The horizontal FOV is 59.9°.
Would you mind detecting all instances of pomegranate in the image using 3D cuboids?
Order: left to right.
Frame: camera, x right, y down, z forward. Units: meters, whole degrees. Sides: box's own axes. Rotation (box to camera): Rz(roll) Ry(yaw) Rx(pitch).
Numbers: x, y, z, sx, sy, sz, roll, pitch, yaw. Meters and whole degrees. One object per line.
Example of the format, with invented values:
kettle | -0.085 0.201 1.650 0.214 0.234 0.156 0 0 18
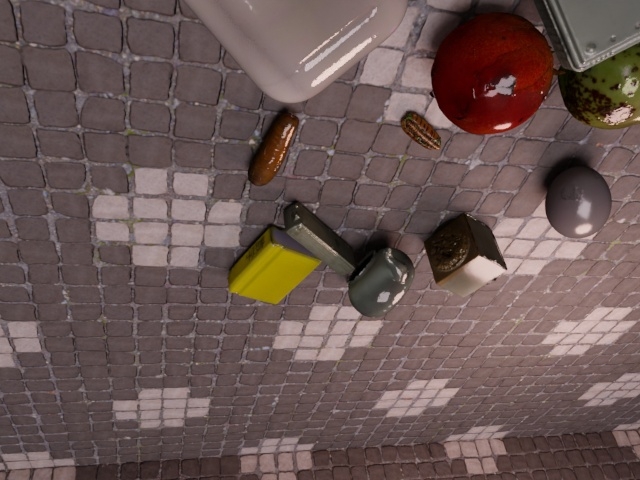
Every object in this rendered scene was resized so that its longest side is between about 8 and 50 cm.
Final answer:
pomegranate | 0.309 -0.293 0.980 0.235 0.210 0.210 -16 144 -25
pomegranate | 0.567 -0.273 1.016 0.222 0.277 0.204 -28 178 -38

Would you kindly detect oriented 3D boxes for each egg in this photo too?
egg | 0.616 -0.091 1.329 0.146 0.146 0.199 -13 134 3

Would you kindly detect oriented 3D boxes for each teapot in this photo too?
teapot | 0.149 0.102 1.431 0.129 0.193 0.294 40 153 -6

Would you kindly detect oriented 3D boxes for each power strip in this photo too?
power strip | 0.000 0.000 1.350 0.052 0.078 0.272 -29 137 22

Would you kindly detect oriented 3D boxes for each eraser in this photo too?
eraser | -0.119 0.066 1.408 0.158 0.069 0.226 22 130 -32

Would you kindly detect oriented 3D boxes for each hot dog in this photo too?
hot dog | 0.214 -0.224 1.165 0.122 0.037 0.049 28 130 -35

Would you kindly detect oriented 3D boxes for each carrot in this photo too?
carrot | -0.094 -0.183 1.126 0.060 0.060 0.186 14 134 -27

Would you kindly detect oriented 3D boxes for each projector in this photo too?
projector | 0.427 -0.417 0.847 0.191 0.099 0.257 -26 105 16

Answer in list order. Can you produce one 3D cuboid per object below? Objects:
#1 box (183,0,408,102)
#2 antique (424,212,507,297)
box | -0.042 -0.386 0.809 0.288 0.141 0.349 -37 136 9
antique | 0.367 0.037 1.427 0.147 0.147 0.152 25 129 -33
